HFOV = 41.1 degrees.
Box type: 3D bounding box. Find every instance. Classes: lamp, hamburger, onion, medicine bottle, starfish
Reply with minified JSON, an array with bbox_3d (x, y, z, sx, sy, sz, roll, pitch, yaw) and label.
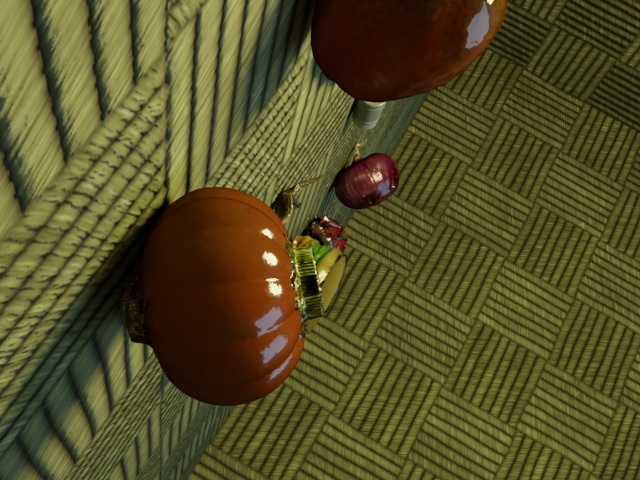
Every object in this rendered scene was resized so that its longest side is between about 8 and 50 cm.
[{"bbox_3d":[-0.097,0.056,0.863,0.223,0.197,0.223,172,-90,-89],"label":"lamp"},{"bbox_3d":[-0.047,0.101,2.029,0.237,0.149,0.237,-61,168,-23],"label":"hamburger"},{"bbox_3d":[0.119,-0.157,2.226,0.177,0.153,0.177,-50,-168,15],"label":"onion"},{"bbox_3d":[0.101,-0.277,1.774,0.058,0.058,0.091,-58,175,-27],"label":"medicine bottle"},{"bbox_3d":[-0.050,-0.075,1.506,0.130,0.041,0.133,-51,-178,2],"label":"starfish"}]

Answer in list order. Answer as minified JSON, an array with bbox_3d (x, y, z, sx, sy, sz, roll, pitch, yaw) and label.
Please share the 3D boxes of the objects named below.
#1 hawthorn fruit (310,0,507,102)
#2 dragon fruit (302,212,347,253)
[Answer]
[{"bbox_3d":[0.084,-0.249,0.958,0.262,0.210,0.210,-47,-174,47],"label":"hawthorn fruit"},{"bbox_3d":[0.006,-0.003,2.224,0.121,0.130,0.142,-26,-172,17],"label":"dragon fruit"}]
